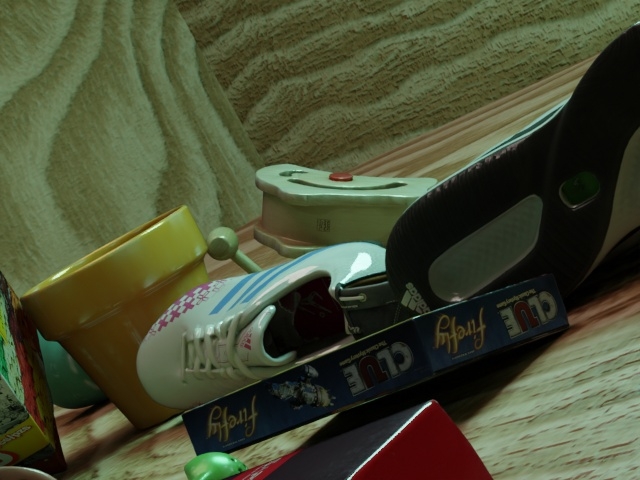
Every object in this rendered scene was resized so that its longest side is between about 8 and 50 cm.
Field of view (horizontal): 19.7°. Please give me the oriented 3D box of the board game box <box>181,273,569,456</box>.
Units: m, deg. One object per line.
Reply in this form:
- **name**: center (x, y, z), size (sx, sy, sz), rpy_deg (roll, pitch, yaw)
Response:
- **board game box**: center (0.038, 0.093, 1.332), size (0.243, 0.042, 0.165), rpy_deg (-25, -7, 42)

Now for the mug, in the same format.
- **mug**: center (-0.298, 0.138, 2.404), size (0.097, 0.129, 0.158), rpy_deg (-22, 34, 50)

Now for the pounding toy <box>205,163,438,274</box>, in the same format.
- **pounding toy**: center (0.000, 0.000, 2.123), size (0.269, 0.155, 0.154), rpy_deg (1, 14, -6)

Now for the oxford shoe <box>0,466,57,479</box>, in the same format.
- **oxford shoe**: center (-0.356, 0.278, 1.381), size (0.397, 0.140, 0.146), rpy_deg (-24, -7, 1)

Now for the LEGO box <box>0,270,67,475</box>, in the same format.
- **LEGO box**: center (-0.549, 0.156, 1.854), size (0.500, 0.193, 0.372), rpy_deg (-16, -26, -1)

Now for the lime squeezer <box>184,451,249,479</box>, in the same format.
- **lime squeezer**: center (-0.108, 0.196, 1.244), size (0.110, 0.059, 0.310), rpy_deg (-25, 7, 34)

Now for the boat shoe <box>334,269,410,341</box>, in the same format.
- **boat shoe**: center (0.125, 0.019, 1.604), size (0.233, 0.079, 0.084), rpy_deg (-28, 3, -1)

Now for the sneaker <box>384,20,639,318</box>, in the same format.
- **sneaker**: center (0.265, -0.096, 1.427), size (0.447, 0.169, 0.257), rpy_deg (-30, 6, 24)

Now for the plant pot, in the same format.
- **plant pot**: center (-0.188, 0.092, 1.982), size (0.205, 0.188, 0.205), rpy_deg (-29, 6, 3)

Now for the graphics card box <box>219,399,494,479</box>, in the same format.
- **graphics card box**: center (-0.109, 0.210, 0.896), size (0.371, 0.094, 0.233), rpy_deg (-26, 6, 38)

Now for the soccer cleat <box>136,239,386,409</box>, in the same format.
- **soccer cleat**: center (-0.071, 0.089, 1.761), size (0.331, 0.116, 0.143), rpy_deg (-26, 6, 31)
